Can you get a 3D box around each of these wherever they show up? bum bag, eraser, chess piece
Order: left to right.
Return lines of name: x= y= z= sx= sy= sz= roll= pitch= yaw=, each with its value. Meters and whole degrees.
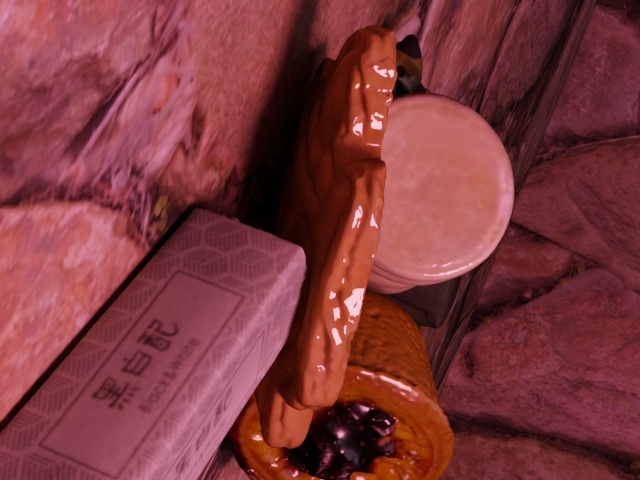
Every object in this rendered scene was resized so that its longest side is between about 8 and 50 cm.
eraser: x=-0.135 y=0.133 z=0.862 sx=0.404 sy=0.098 sz=0.096 roll=-55 pitch=162 yaw=-47
bum bag: x=0.076 y=-0.134 z=1.371 sx=0.107 sy=0.060 sz=0.232 roll=-61 pitch=167 yaw=-3
chess piece: x=0.080 y=-0.021 z=1.325 sx=0.300 sy=0.167 sz=0.167 roll=111 pitch=4 yaw=-78

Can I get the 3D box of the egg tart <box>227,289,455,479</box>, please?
egg tart: x=0.024 y=0.154 z=1.330 sx=0.171 sy=0.215 sz=0.215 roll=-82 pitch=-178 yaw=-48

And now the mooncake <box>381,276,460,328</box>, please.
mooncake: x=0.148 y=0.027 z=1.867 sx=0.168 sy=0.104 sz=0.175 roll=46 pitch=65 yaw=-73

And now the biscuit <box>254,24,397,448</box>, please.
biscuit: x=-0.004 y=-0.001 z=1.088 sx=0.269 sy=0.051 sz=0.376 roll=-99 pitch=-160 yaw=-56
